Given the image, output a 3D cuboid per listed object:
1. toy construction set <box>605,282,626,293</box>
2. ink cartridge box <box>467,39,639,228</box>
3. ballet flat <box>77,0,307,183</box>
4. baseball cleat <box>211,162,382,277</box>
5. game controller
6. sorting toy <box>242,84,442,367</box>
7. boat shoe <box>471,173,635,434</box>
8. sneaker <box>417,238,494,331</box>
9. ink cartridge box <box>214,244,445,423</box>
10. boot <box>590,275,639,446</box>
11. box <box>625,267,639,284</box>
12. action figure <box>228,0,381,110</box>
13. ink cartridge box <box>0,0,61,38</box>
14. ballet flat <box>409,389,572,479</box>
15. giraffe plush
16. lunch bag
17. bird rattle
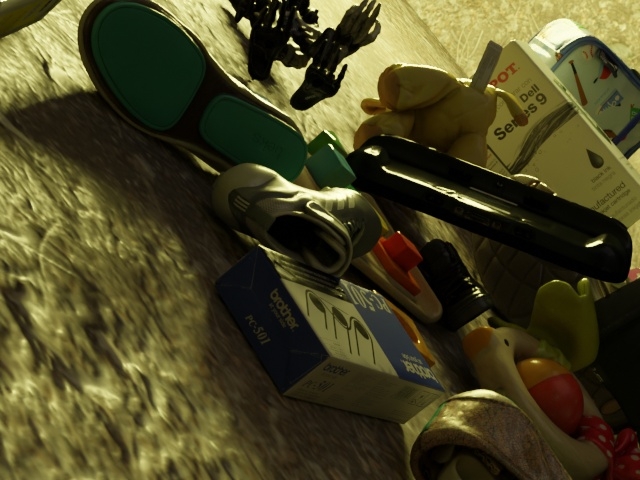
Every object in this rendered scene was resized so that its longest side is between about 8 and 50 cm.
[{"bbox_3d":[0.453,0.155,2.128,0.328,0.151,0.215,53,-14,-21],"label":"toy construction set"},{"bbox_3d":[0.277,-0.095,2.120,0.289,0.211,0.121,50,14,6],"label":"ink cartridge box"},{"bbox_3d":[-0.109,-0.112,1.212,0.248,0.086,0.086,40,16,-42],"label":"ballet flat"},{"bbox_3d":[0.000,0.000,1.229,0.109,0.072,0.206,41,17,34],"label":"baseball cleat"},{"bbox_3d":[0.174,-0.030,1.666,0.319,0.067,0.166,21,21,10],"label":"game controller"},{"bbox_3d":[0.036,-0.023,1.476,0.196,0.047,0.348,33,22,-52],"label":"sorting toy"},{"bbox_3d":[0.279,0.083,1.861,0.130,0.132,0.355,53,15,-55],"label":"boat shoe"},{"bbox_3d":[0.124,0.039,1.564,0.089,0.051,0.170,58,0,2],"label":"sneaker"},{"bbox_3d":[0.012,0.071,1.134,0.097,0.046,0.207,57,14,24],"label":"ink cartridge box"},{"bbox_3d":[0.510,0.186,1.616,0.445,0.367,0.146,59,4,7],"label":"boot"},{"bbox_3d":[0.474,0.133,1.778,0.117,0.213,0.243,-58,134,-80],"label":"box"},{"bbox_3d":[-0.017,-0.243,1.722,0.164,0.141,0.276,34,19,-16],"label":"action figure"},{"bbox_3d":[-0.289,-0.265,1.048,0.303,0.072,0.307,47,11,-7],"label":"ink cartridge box"},{"bbox_3d":[0.170,0.245,1.103,0.316,0.107,0.106,48,32,17],"label":"ballet flat"},{"bbox_3d":[0.122,-0.135,1.875,0.181,0.210,0.170,44,-15,-11],"label":"giraffe plush"},{"bbox_3d":[0.343,-0.156,2.301,0.243,0.303,0.115,41,7,-32],"label":"lunch bag"},{"bbox_3d":[0.219,0.166,1.494,0.207,0.143,0.253,14,49,-50],"label":"bird rattle"}]
